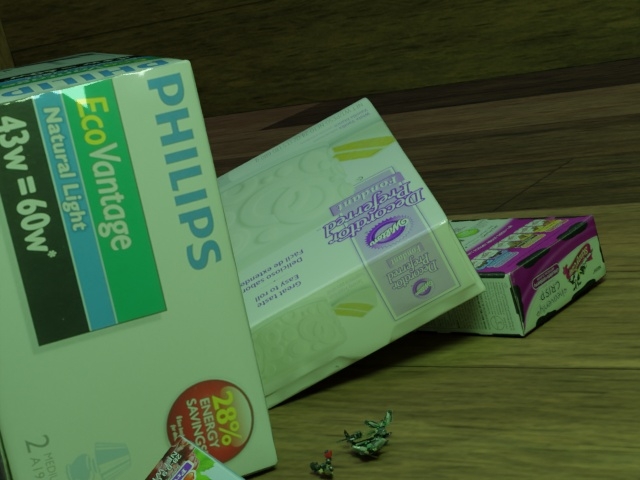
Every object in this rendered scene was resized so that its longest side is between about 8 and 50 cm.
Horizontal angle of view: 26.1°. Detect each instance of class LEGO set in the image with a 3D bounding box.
[{"bbox_3d":[0.031,0.170,1.121,0.083,0.023,0.054,-30,14,-10],"label":"LEGO set"}]

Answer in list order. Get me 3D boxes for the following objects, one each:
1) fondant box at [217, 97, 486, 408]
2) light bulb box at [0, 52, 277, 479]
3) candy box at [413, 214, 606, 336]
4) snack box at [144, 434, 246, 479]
[{"bbox_3d":[0.000,0.000,1.401,0.238,0.096,0.330,-29,29,2],"label":"fondant box"},{"bbox_3d":[-0.229,0.025,1.233,0.225,0.357,0.361,-16,13,-18],"label":"light bulb box"},{"bbox_3d":[0.151,0.035,1.424,0.233,0.071,0.159,0,21,44],"label":"candy box"},{"bbox_3d":[-0.084,0.220,0.710,0.207,0.070,0.174,-52,26,-10],"label":"snack box"}]
